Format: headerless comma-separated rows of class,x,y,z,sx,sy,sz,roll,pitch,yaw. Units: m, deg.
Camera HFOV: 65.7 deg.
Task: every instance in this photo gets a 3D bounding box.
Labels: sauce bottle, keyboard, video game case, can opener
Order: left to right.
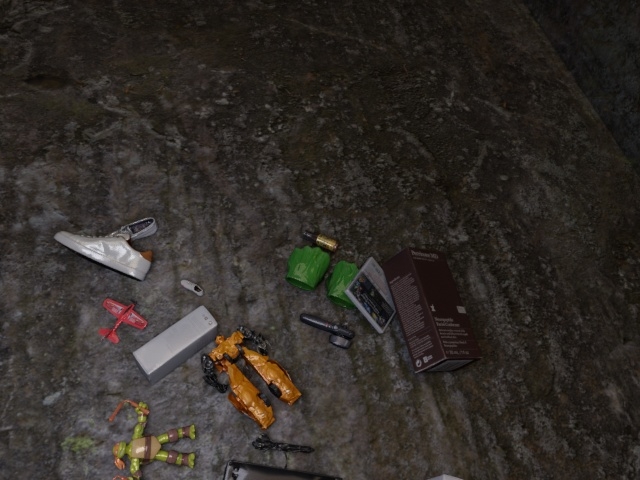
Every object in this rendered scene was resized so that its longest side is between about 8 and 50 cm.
keyboard,-0.099,0.638,1.335,0.318,0.033,0.201,13,64,-6
sauce bottle,0.000,0.000,1.739,0.128,0.042,0.042,22,57,2
can opener,0.020,0.274,1.565,0.186,0.059,0.073,26,58,3
video game case,0.181,0.178,1.627,0.190,0.022,0.173,51,51,-13

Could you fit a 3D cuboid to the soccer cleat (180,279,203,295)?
soccer cleat,-0.403,0.145,1.561,0.083,0.035,0.029,32,58,7

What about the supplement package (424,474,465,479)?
supplement package,0.345,0.779,1.260,0.176,0.177,0.292,17,57,-2

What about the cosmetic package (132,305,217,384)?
cosmetic package,-0.411,0.299,1.420,0.231,0.117,0.085,-34,71,-29

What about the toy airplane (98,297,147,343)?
toy airplane,-0.591,0.240,1.466,0.151,0.028,0.151,5,58,-8

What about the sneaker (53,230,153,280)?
sneaker,-0.661,0.018,1.533,0.290,0.106,0.123,25,73,-10

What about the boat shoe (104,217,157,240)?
boat shoe,-0.617,-0.025,1.600,0.184,0.063,0.066,-19,66,-22

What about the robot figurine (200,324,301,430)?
robot figurine,-0.207,0.388,1.430,0.211,0.085,0.291,-37,73,-29

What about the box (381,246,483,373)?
box,0.354,0.221,1.595,0.191,0.143,0.381,9,53,-37

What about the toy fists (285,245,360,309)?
toy fists,0.023,0.117,1.644,0.280,0.096,0.142,24,66,-1

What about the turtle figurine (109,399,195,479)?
turtle figurine,-0.438,0.549,1.278,0.218,0.087,0.269,6,49,-18
